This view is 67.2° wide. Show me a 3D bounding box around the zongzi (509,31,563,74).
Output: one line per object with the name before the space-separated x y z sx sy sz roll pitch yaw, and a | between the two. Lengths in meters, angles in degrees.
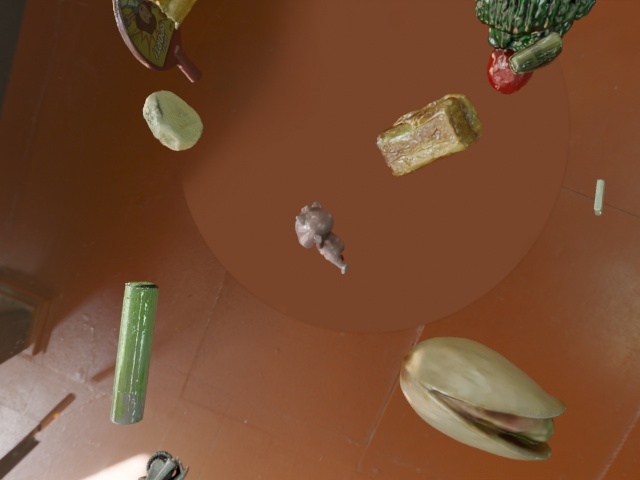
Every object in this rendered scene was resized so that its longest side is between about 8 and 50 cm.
zongzi | 0.436 -0.368 0.992 0.104 0.113 0.052 -24 85 13

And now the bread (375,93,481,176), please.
bread | 0.360 -0.351 1.618 0.344 0.148 0.195 -16 106 49

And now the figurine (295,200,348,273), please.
figurine | 0.000 0.000 1.859 0.186 0.176 0.287 -24 112 42

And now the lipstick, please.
lipstick | -0.410 0.242 1.065 0.076 0.076 0.305 5 89 4

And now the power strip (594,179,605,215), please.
power strip | 0.694 -0.107 1.196 0.016 0.040 0.090 4 73 35

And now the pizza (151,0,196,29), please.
pizza | -0.240 -0.387 0.600 0.075 0.287 0.280 52 142 16

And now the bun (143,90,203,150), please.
bun | -0.525 -0.415 1.686 0.134 0.220 0.220 -33 97 28

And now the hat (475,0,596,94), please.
hat | 0.491 -0.513 1.138 0.242 0.274 0.332 -8 127 -2

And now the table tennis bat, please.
table tennis bat | -0.506 -0.651 1.530 0.051 0.415 0.268 2 71 20

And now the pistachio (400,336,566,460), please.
pistachio | 0.207 0.209 0.651 0.215 0.143 0.144 17 105 40

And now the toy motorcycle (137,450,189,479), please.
toy motorcycle | -0.414 0.687 1.227 0.170 0.110 0.260 21 67 3
